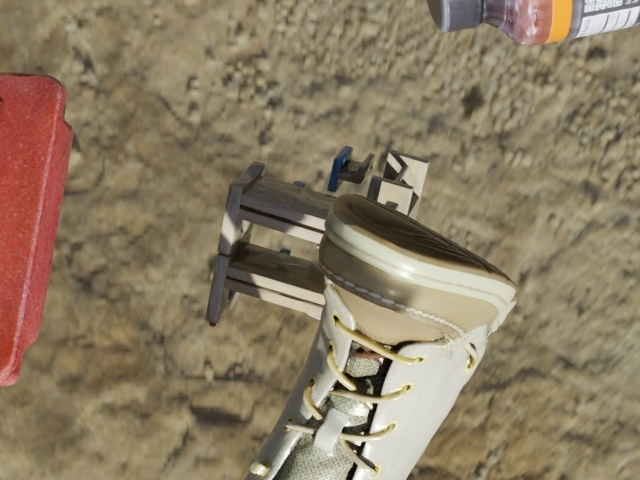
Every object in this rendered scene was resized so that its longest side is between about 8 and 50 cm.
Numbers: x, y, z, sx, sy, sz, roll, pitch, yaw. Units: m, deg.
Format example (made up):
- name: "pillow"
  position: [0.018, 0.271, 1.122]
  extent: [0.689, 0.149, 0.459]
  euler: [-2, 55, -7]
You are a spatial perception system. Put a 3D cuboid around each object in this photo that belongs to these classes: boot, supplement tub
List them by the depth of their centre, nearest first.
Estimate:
- name: "boot"
  position: [0.014, 0.071, 0.715]
  extent: [0.077, 0.213, 0.165]
  euler: [32, 90, 15]
- name: "supplement tub"
  position: [0.156, -0.169, 0.919]
  extent: [0.197, 0.106, 0.106]
  euler: [-11, 69, -4]

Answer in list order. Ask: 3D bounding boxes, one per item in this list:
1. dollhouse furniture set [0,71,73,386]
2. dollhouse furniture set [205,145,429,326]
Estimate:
- name: "dollhouse furniture set"
  position: [-0.213, 0.090, 0.462]
  extent: [0.152, 0.201, 0.374]
  euler: [0, 72, 27]
- name: "dollhouse furniture set"
  position: [0.000, 0.000, 1.396]
  extent: [0.129, 0.129, 0.184]
  euler: [17, 24, 9]
